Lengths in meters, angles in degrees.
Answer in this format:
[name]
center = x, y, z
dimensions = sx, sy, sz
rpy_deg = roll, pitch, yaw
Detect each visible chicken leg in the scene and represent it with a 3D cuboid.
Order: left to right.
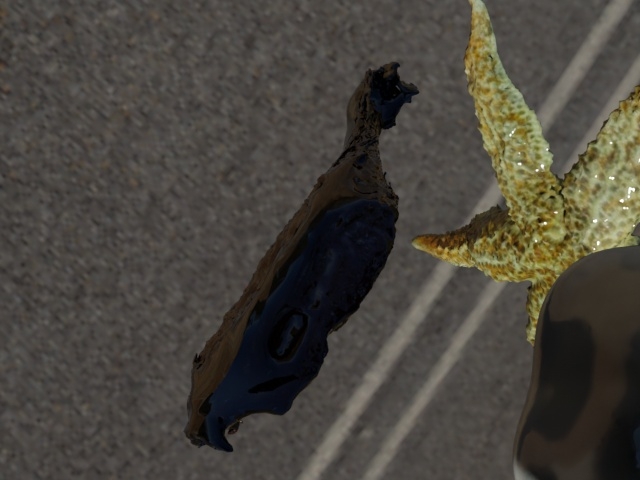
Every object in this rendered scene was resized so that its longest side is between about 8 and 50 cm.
[chicken leg]
center = 0.000, 0.000, 0.743
dimensions = 0.106, 0.051, 0.253
rpy_deg = -27, -149, 60

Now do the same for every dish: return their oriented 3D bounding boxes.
[dish]
center = 0.206, 0.084, 0.660
dimensions = 0.229, 0.229, 0.081
rpy_deg = -42, 167, -15

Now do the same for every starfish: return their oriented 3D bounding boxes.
[starfish]
center = 0.179, -0.014, 1.067
dimensions = 0.078, 0.358, 0.347
rpy_deg = -44, -168, -35
